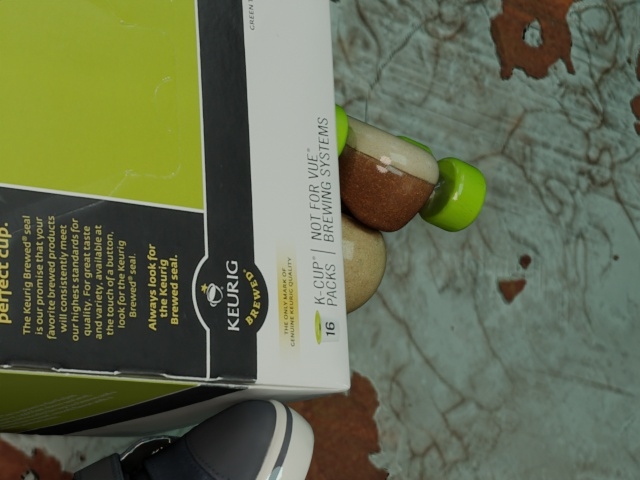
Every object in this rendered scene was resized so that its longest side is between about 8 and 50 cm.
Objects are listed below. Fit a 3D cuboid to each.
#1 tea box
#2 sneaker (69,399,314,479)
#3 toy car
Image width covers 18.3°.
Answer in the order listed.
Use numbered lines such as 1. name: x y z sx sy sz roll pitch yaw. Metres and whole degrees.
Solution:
1. tea box: -0.175 -0.059 1.208 0.323 0.220 0.329 9 73 -39
2. sneaker: -0.146 0.199 1.150 0.127 0.126 0.321 42 90 -18
3. toy car: 0.000 0.000 1.430 0.155 0.149 0.188 22 93 -30
